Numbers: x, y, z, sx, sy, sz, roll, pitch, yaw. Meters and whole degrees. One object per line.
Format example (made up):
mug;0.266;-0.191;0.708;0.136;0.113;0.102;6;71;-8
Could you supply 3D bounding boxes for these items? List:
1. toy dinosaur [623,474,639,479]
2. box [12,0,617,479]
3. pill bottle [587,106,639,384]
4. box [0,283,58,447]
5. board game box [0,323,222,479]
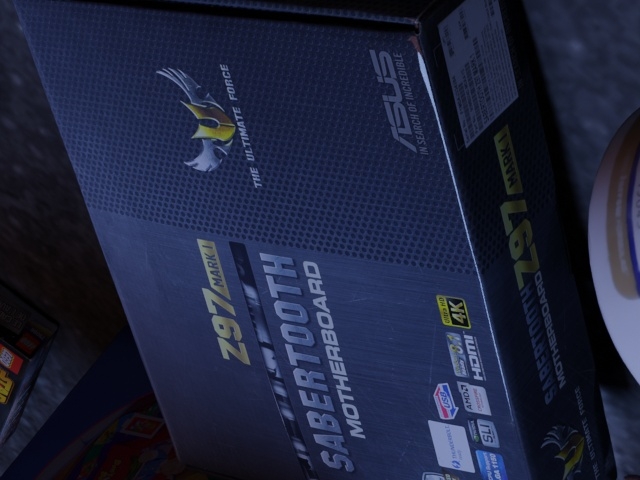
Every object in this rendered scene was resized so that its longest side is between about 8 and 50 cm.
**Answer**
toy dinosaur;0.209;0.186;0.734;0.200;0.127;0.295;-1;118;35
box;0.000;0.000;0.729;0.183;0.059;0.232;11;130;36
pill bottle;0.172;-0.010;0.528;0.112;0.112;0.187;49;146;-16
box;-0.193;0.055;1.034;0.094;0.027;0.137;35;147;3
board game box;-0.079;0.194;0.801;0.233;0.347;0.078;8;137;38
